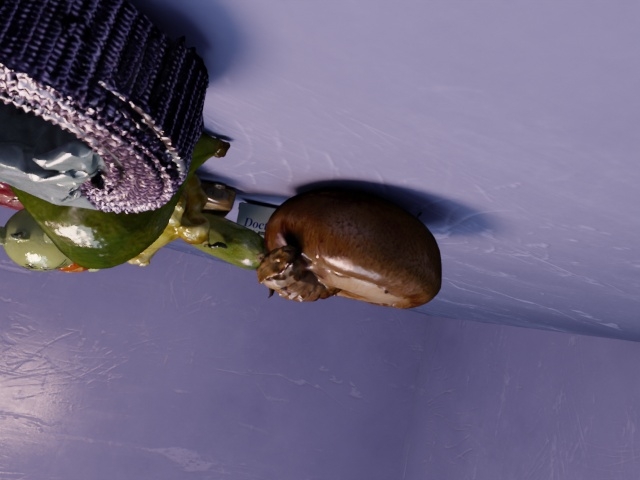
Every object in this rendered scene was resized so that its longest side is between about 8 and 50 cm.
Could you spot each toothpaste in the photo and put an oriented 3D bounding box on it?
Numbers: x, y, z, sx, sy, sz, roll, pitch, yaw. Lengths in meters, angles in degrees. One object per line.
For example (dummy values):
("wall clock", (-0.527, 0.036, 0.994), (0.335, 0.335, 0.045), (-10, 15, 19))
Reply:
("toothpaste", (0.000, 0.000, 1.081), (0.313, 0.089, 0.071), (11, 179, 12))

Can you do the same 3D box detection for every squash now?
("squash", (-0.167, -0.003, 1.026), (0.069, 0.069, 0.239), (21, 179, -44))

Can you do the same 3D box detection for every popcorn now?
("popcorn", (-0.262, -0.045, 0.966), (0.195, 0.173, 0.168), (-15, -169, 18))

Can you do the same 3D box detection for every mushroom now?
("mushroom", (0.038, 0.014, 0.877), (0.278, 0.163, 0.297), (8, 177, -36))

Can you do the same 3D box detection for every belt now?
("belt", (-0.256, -0.119, 0.472), (0.325, 0.122, 0.260), (13, 161, -7))

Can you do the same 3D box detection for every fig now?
("fig", (-0.230, -0.089, 0.703), (0.203, 0.235, 0.203), (52, 166, 19))

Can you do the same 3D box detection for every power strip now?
("power strip", (-0.207, -0.062, 1.130), (0.064, 0.044, 0.305), (14, 172, -13))

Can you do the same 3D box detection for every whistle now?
("whistle", (-0.418, 0.000, 0.995), (0.131, 0.106, 0.288), (-3, 177, 8))

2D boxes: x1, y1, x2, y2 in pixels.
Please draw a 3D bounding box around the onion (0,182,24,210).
("onion", (-0.519, -0.117, 0.996), (0.284, 0.120, 0.227), (11, 167, 20))
